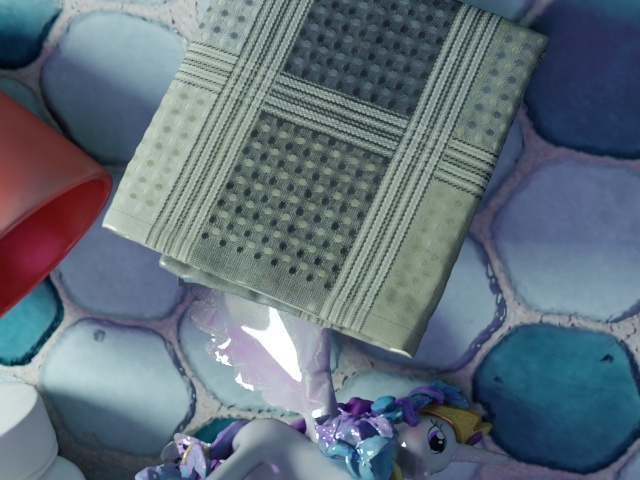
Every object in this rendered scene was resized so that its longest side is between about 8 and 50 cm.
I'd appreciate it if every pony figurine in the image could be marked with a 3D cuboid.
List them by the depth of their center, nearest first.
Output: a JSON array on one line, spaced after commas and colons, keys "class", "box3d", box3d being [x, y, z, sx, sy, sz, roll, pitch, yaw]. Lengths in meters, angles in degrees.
[{"class": "pony figurine", "box3d": [-0.037, 0.210, 1.433, 0.351, 0.363, 0.303, 21, 123, 23]}]

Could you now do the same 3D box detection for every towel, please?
[{"class": "towel", "box3d": [0.003, -0.089, 1.332, 0.312, 0.056, 0.324, 22, 78, 15]}]

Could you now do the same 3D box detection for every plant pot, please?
[{"class": "plant pot", "box3d": [-0.377, -0.052, 1.445, 0.243, 0.275, 0.275, 44, 115, 5]}]

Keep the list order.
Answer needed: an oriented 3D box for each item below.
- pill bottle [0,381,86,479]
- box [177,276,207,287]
[{"class": "pill bottle", "box3d": [-0.329, 0.365, 1.599, 0.224, 0.224, 0.392, -9, 108, 18]}, {"class": "box", "box3d": [0.000, 0.000, 1.407, 0.233, 0.159, 0.044, 3, 111, 13]}]
